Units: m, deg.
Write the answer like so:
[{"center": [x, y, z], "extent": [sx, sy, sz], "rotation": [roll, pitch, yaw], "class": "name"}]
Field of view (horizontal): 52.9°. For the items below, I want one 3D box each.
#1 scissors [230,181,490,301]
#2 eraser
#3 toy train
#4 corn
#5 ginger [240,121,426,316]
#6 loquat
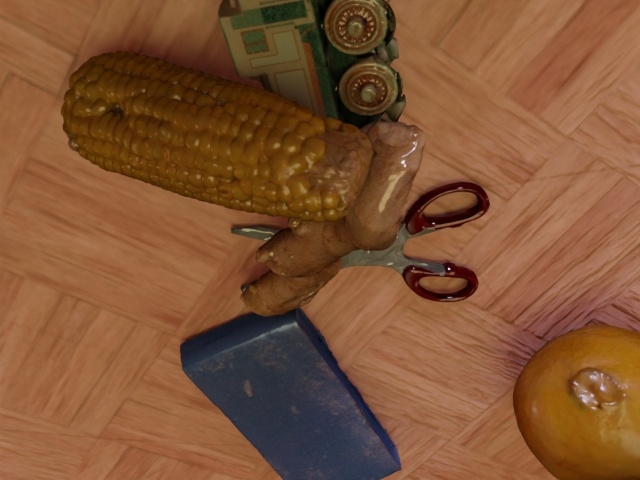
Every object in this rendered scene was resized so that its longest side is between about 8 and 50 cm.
[{"center": [0.039, 0.011, 0.641], "extent": [0.247, 0.017, 0.144], "rotation": [-4, 126, -1], "class": "scissors"}, {"center": [-0.023, 0.204, 0.759], "extent": [0.144, 0.043, 0.312], "rotation": [-23, 125, 11], "class": "eraser"}, {"center": [0.003, -0.125, 0.500], "extent": [0.125, 0.081, 0.194], "rotation": [-6, 132, 11], "class": "toy train"}, {"center": [-0.088, -0.076, 0.468], "extent": [0.261, 0.097, 0.097], "rotation": [17, 130, 23], "class": "corn"}, {"center": [0.000, 0.000, 0.544], "extent": [0.089, 0.075, 0.288], "rotation": [15, 149, -17], "class": "ginger"}, {"center": [0.312, 0.184, 0.700], "extent": [0.187, 0.176, 0.234], "rotation": [8, 162, 40], "class": "loquat"}]
